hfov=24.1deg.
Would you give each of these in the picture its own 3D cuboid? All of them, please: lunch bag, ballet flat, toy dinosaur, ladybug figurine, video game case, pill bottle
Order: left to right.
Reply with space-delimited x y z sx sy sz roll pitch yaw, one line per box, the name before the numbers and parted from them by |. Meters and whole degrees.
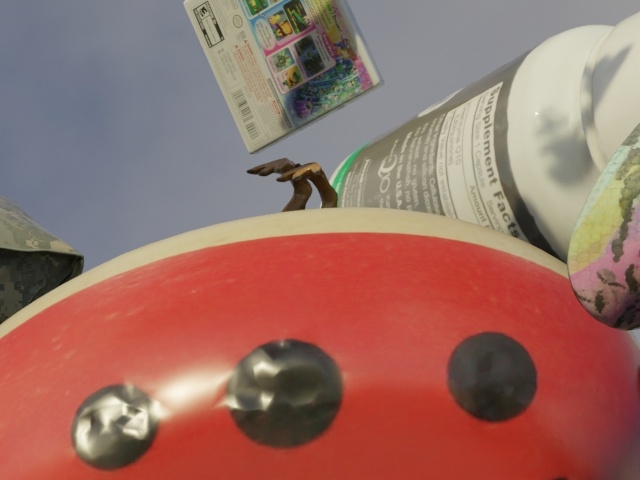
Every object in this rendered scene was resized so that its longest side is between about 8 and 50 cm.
lunch bag | -0.436 0.028 1.599 0.287 0.235 0.169 12 -80 -36
ladybug figurine | -0.028 0.145 0.743 0.449 0.162 0.305 -22 -85 2
video game case | -0.035 -0.177 1.344 0.143 0.019 0.157 -27 -97 23
toy dinosaur | 0.000 0.000 0.967 0.064 0.211 0.112 -5 -71 33
pill bottle | 0.175 -0.037 1.130 0.204 0.204 0.361 31 -32 -24
ballet flat | 0.188 -0.045 0.568 0.221 0.079 0.077 -37 -73 -17
